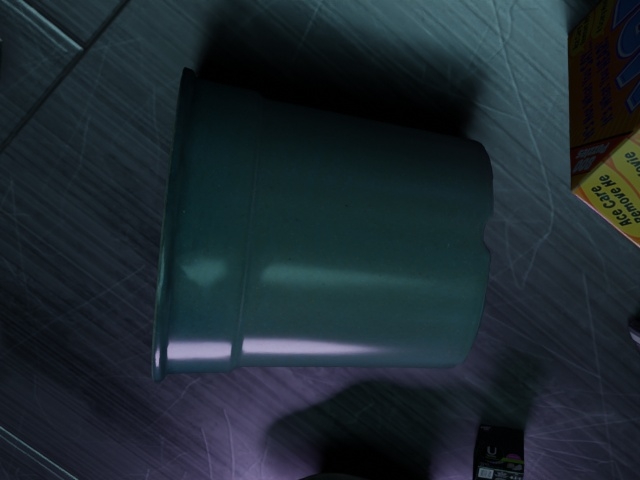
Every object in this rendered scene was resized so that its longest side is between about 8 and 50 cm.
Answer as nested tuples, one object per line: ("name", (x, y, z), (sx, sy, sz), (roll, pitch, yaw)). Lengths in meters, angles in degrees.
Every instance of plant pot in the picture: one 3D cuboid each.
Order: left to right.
("plant pot", (0.000, 0.000, 1.394), (0.334, 0.341, 0.341), (6, 124, -5))

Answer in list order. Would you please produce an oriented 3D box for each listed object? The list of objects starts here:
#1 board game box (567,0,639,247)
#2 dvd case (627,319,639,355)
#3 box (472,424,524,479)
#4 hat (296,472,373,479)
("board game box", (0.480, -0.138, 1.182), (0.356, 0.356, 0.356), (37, 120, -12))
("dvd case", (0.458, 0.211, 1.547), (0.018, 0.164, 0.221), (-33, 117, -10))
("box", (0.232, 0.290, 1.671), (0.062, 0.083, 0.052), (9, 122, 3))
("hat", (0.066, 0.447, 1.771), (0.331, 0.134, 0.331), (5, 108, 17))
